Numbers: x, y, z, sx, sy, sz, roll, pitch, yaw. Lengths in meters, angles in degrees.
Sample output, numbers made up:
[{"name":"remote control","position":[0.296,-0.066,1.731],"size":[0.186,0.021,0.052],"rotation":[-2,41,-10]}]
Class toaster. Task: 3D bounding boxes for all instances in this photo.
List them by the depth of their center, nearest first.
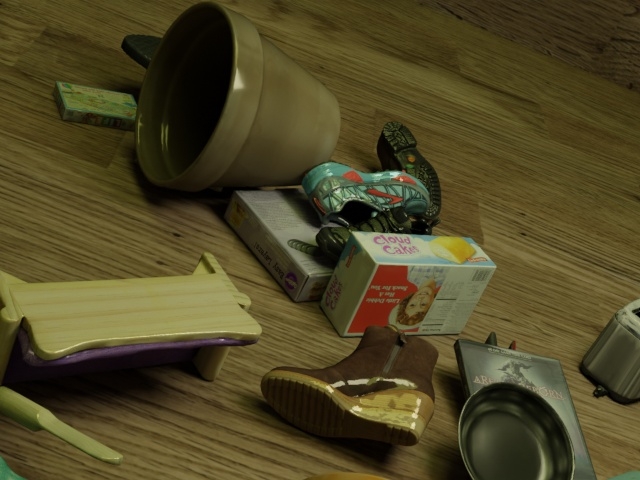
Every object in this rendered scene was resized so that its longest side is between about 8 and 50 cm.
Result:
[{"name":"toaster","position":[0.570,0.192,2.000],"size":[0.227,0.147,0.129],"rotation":[-10,43,-47]}]

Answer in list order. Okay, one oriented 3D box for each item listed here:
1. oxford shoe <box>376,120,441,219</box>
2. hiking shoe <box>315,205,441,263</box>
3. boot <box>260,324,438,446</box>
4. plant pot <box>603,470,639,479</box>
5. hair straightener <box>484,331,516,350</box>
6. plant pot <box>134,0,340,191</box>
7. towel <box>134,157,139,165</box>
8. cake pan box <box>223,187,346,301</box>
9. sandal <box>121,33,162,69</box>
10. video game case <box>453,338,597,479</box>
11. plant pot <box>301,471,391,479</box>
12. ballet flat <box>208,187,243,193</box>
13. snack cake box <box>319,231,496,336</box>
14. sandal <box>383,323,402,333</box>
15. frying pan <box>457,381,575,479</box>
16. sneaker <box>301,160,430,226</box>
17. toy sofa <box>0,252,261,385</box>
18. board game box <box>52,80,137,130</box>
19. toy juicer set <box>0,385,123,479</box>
[{"name":"oxford shoe","position":[0.183,-0.130,2.314],"size":[0.082,0.096,0.227],"rotation":[-9,62,-26]},{"name":"hiking shoe","position":[0.095,-0.017,1.879],"size":[0.226,0.114,0.086],"rotation":[3,37,-37]},{"name":"boot","position":[0.048,0.196,1.623],"size":[0.248,0.090,0.207],"rotation":[18,34,1]},{"name":"plant pot","position":[0.430,0.431,1.412],"size":[0.247,0.247,0.252],"rotation":[-3,27,-41]},{"name":"hair straightener","position":[0.271,0.222,1.838],"size":[0.089,0.047,0.230],"rotation":[25,33,0]},{"name":"plant pot","position":[-0.128,-0.222,1.959],"size":[0.280,0.323,0.323],"rotation":[14,29,-37]},{"name":"towel","position":[-0.261,-0.142,2.044],"size":[0.110,0.027,0.148],"rotation":[32,29,12]},{"name":"cake pan box","position":[0.000,0.000,1.967],"size":[0.266,0.070,0.246],"rotation":[-5,42,-42]},{"name":"sandal","position":[-0.216,-0.291,2.276],"size":[0.445,0.107,0.168],"rotation":[20,25,-36]},{"name":"video game case","position":[0.319,0.280,1.732],"size":[0.196,0.026,0.274],"rotation":[13,42,-20]},{"name":"plant pot","position":[0.033,0.391,1.220],"size":[0.205,0.205,0.188],"rotation":[22,43,-5]},{"name":"ballet flat","position":[-0.152,-0.122,2.070],"size":[0.057,0.049,0.173],"rotation":[39,33,25]},{"name":"snack cake box","position":[0.147,0.075,1.864],"size":[0.264,0.152,0.089],"rotation":[3,35,-36]},{"name":"sandal","position":[0.113,0.197,1.735],"size":[0.049,0.072,0.180],"rotation":[-5,39,-7]},{"name":"frying pan","position":[0.334,0.331,1.617],"size":[0.326,0.053,0.197],"rotation":[29,53,-11]},{"name":"sneaker","position":[0.089,-0.055,1.992],"size":[0.261,0.104,0.125],"rotation":[5,51,-29]},{"name":"toy sofa","position":[-0.268,0.130,1.452],"size":[0.362,0.150,0.177],"rotation":[-2,40,-41]},{"name":"board game box","position":[-0.420,-0.253,2.109],"size":[0.154,0.026,0.103],"rotation":[7,33,-29]},{"name":"toy juicer set","position":[-0.411,0.250,1.219],"size":[0.328,0.090,0.209],"rotation":[-11,30,-35]}]
